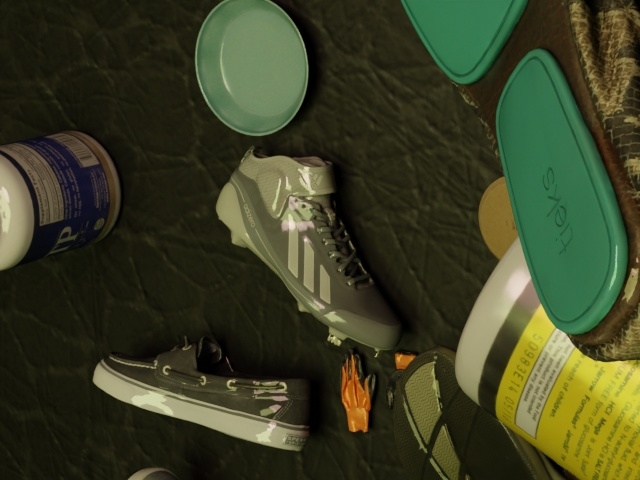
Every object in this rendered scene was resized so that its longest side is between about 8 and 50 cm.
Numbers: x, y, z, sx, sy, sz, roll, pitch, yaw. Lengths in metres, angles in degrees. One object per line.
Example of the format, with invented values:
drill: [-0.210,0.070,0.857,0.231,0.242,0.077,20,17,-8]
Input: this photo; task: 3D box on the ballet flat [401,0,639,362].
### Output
ballet flat: [0.173,-0.126,1.126,0.164,0.182,0.483,-58,42,45]

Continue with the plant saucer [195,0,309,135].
plant saucer: [-0.053,-0.149,1.400,0.119,0.021,0.119,10,107,33]

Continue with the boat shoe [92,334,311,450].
boat shoe: [-0.104,0.123,1.475,0.228,0.080,0.076,14,92,35]

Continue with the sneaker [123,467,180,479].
sneaker: [-0.066,0.332,1.462,0.178,0.124,0.295,-16,100,42]

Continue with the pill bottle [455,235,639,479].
pill bottle: [0.273,0.119,1.130,0.334,0.188,0.188,36,120,24]

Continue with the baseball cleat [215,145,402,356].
baseball cleat: [0.000,0.000,1.370,0.206,0.072,0.109,39,114,18]

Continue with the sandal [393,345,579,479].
sandal: [0.175,0.202,1.293,0.303,0.086,0.120,45,131,-2]

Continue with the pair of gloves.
pair of gloves: [0.052,0.128,1.401,0.083,0.010,0.074,-1,100,33]

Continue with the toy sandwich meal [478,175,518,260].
toy sandwich meal: [0.161,-0.018,1.278,0.085,0.029,0.085,14,114,34]

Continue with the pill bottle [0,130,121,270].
pill bottle: [-0.279,-0.032,1.487,0.112,0.186,0.112,10,107,34]
